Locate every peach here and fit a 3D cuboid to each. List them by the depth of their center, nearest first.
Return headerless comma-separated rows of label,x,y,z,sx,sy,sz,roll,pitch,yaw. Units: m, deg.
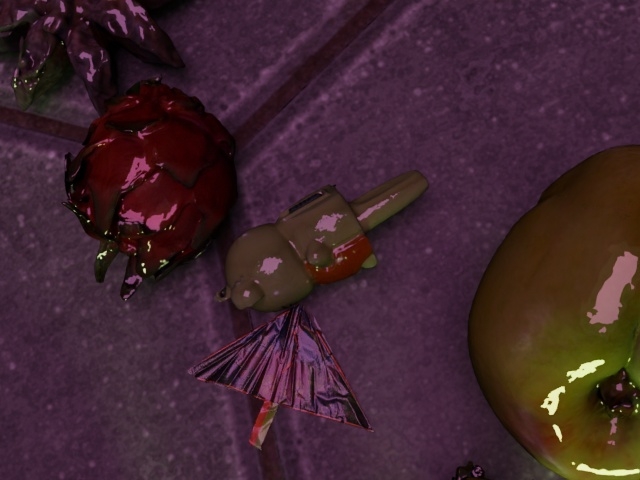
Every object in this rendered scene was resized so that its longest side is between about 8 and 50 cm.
peach,0.305,0.075,0.741,0.281,0.315,0.314,31,118,15

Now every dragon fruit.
dragon fruit,-0.195,-0.061,0.889,0.193,0.192,0.274,6,91,0

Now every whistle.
whistle,0.000,0.000,0.892,0.288,0.131,0.106,-29,106,-3

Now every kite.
kite,-0.040,0.167,0.913,0.241,0.014,0.183,20,82,9

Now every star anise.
star anise,-0.312,-0.313,0.991,0.332,0.117,0.331,-1,83,8

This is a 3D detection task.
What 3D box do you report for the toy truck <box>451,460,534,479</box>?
toy truck,0.170,0.288,0.739,0.127,0.257,0.127,6,76,8
